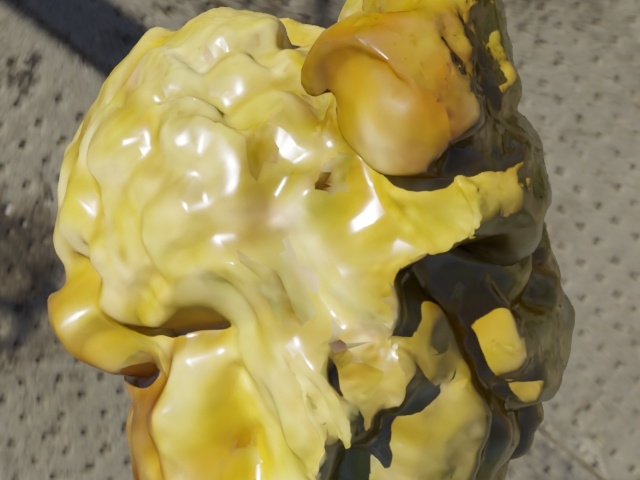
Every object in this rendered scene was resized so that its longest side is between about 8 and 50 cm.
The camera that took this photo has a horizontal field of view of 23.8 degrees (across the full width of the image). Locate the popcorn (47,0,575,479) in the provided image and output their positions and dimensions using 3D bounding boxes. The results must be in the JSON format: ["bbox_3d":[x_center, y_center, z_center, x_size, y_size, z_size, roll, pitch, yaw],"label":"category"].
[{"bbox_3d":[0.000,0.000,0.713,0.265,0.332,0.225,41,49,22],"label":"popcorn"}]
